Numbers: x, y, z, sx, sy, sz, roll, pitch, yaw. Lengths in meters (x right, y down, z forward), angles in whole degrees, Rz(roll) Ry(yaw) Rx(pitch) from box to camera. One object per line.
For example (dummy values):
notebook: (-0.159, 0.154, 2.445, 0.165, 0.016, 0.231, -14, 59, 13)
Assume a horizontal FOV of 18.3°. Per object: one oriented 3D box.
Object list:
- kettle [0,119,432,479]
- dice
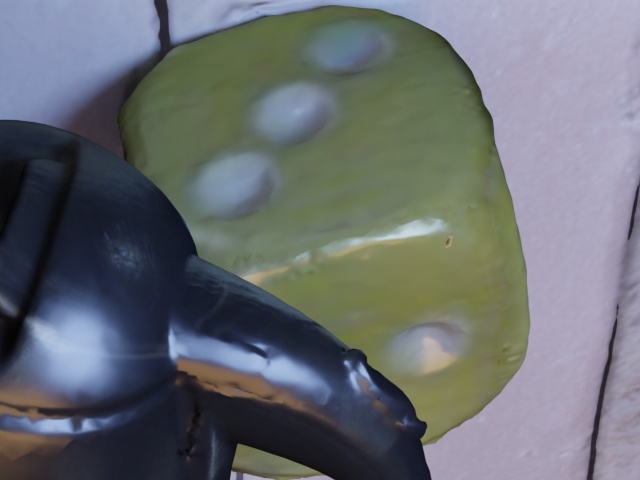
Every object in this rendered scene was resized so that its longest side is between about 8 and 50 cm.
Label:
kettle: (-0.114, 0.098, 0.831, 0.321, 0.228, 0.324, 22, 140, -9)
dice: (0.000, 0.000, 0.970, 0.169, 0.166, 0.169, -14, 139, -7)
